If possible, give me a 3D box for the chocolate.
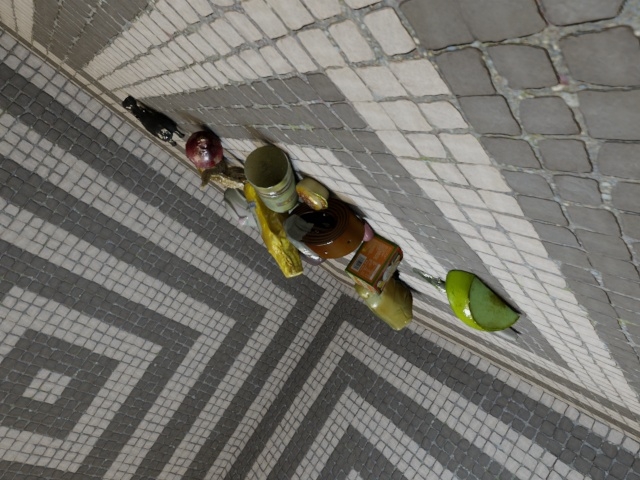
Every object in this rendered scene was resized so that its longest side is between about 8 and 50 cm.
[{"bbox_3d":[-0.182,-0.060,1.727,0.162,0.162,0.445,90,158,-81],"label":"chocolate"}]

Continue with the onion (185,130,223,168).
[{"bbox_3d":[-0.488,-0.392,1.740,0.160,0.159,0.195,34,161,-4],"label":"onion"}]

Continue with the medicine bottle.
[{"bbox_3d":[-0.165,-0.210,1.515,0.151,0.151,0.322,32,172,10],"label":"medicine bottle"}]

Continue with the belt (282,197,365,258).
[{"bbox_3d":[0.007,-0.044,1.576,0.339,0.217,0.122,10,158,45],"label":"belt"}]

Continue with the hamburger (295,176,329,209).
[{"bbox_3d":[-0.027,-0.164,1.498,0.141,0.081,0.126,34,172,1],"label":"hamburger"}]

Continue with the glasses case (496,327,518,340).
[{"bbox_3d":[0.738,0.360,1.750,0.197,0.049,0.076,33,173,4],"label":"glasses case"}]

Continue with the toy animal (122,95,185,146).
[{"bbox_3d":[-0.843,-0.593,2.085,0.343,0.106,0.168,34,174,18],"label":"toy animal"}]

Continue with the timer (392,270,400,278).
[{"bbox_3d":[0.302,0.129,2.102,0.144,0.055,0.187,36,168,-34],"label":"timer"}]

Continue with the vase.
[{"bbox_3d":[-0.304,-0.155,2.037,0.250,0.250,0.445,40,175,-41],"label":"vase"}]

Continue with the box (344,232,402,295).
[{"bbox_3d":[0.223,0.099,1.689,0.148,0.194,0.177,29,171,24],"label":"box"}]

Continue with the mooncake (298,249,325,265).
[{"bbox_3d":[0.000,0.000,1.828,0.133,0.245,0.245,38,172,-6],"label":"mooncake"}]

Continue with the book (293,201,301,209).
[{"bbox_3d":[-0.062,-0.124,2.063,0.352,0.035,0.239,33,170,6],"label":"book"}]

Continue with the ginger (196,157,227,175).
[{"bbox_3d":[-0.576,-0.381,2.105,0.236,0.166,0.375,28,169,-20],"label":"ginger"}]

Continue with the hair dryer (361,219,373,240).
[{"bbox_3d":[0.132,-0.063,1.624,0.154,0.054,0.106,33,169,37],"label":"hair dryer"}]

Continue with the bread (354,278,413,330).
[{"bbox_3d":[0.351,0.282,2.276,0.341,0.210,0.300,41,-167,-13],"label":"bread"}]

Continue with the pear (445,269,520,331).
[{"bbox_3d":[0.528,0.220,1.498,0.288,0.139,0.239,38,180,-22],"label":"pear"}]

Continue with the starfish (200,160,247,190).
[{"bbox_3d":[-0.412,-0.308,1.921,0.294,0.084,0.301,13,-137,-29],"label":"starfish"}]

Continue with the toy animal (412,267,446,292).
[{"bbox_3d":[0.465,0.165,1.710,0.217,0.041,0.075,34,175,27],"label":"toy animal"}]
